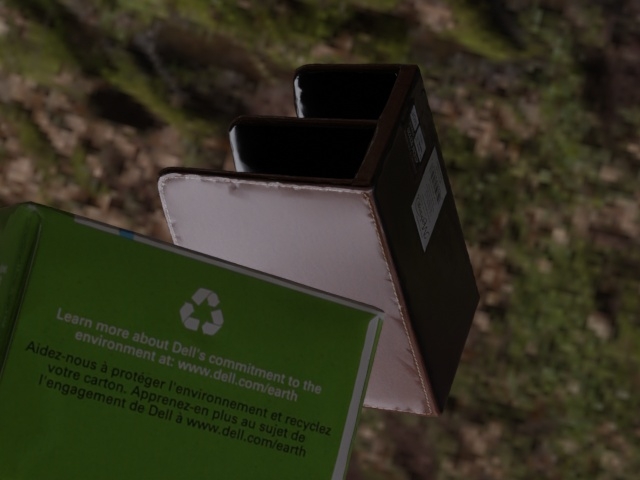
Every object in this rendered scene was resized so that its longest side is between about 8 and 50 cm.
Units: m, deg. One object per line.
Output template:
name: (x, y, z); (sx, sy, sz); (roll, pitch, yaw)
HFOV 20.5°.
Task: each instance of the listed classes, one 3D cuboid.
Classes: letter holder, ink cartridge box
letter holder: (0.000, 0.000, 1.597); (0.214, 0.152, 0.302); (4, 138, 22)
ink cartridge box: (-0.025, 0.070, 0.676); (0.255, 0.097, 0.189); (16, 171, -22)
